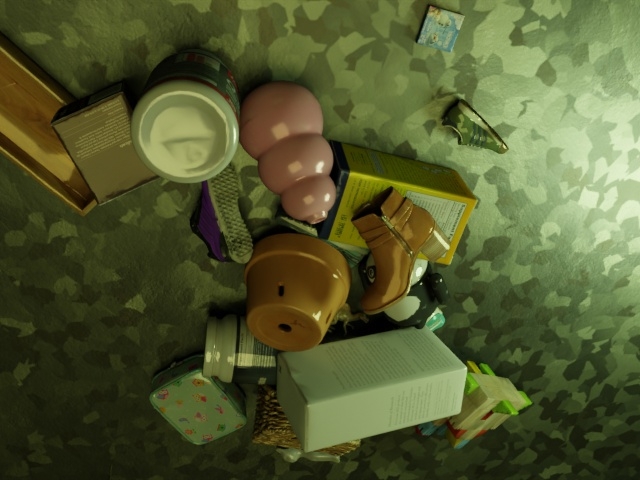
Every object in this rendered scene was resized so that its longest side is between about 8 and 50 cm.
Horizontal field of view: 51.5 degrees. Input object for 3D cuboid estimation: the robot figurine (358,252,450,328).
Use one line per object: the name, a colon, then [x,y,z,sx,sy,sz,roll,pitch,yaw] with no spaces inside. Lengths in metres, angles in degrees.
robot figurine: [0.226,0.123,1.813,0.209,0.174,0.278,-22,130,3]

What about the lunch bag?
lunch bag: [-0.370,0.477,1.992,0.224,0.108,0.279,-27,118,12]

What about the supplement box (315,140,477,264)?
supplement box: [0.178,-0.096,1.684,0.356,0.195,0.194,12,118,-13]

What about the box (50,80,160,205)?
box: [-0.464,-0.220,1.473,0.167,0.168,0.203,-26,115,-5]

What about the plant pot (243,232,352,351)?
plant pot: [-0.076,0.152,1.735,0.290,0.203,0.291,8,137,7]

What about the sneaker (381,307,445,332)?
sneaker: [0.258,0.301,1.976,0.110,0.107,0.275,34,111,-32]

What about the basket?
basket: [-0.031,0.481,1.929,0.299,0.223,0.213,13,150,-12]

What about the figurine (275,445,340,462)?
figurine: [-0.050,0.651,2.123,0.209,0.092,0.215,-6,143,4]

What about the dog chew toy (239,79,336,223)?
dog chew toy: [-0.064,-0.197,1.532,0.206,0.206,0.332,-24,80,7]

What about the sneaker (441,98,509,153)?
sneaker: [0.388,-0.271,1.691,0.192,0.064,0.086,38,116,-24]

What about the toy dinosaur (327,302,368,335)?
toy dinosaur: [0.045,0.221,1.941,0.183,0.053,0.093,18,99,-11]

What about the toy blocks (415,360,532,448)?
toy blocks: [0.462,0.539,2.063,0.261,0.191,0.381,-48,143,18]

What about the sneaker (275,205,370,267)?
sneaker: [0.000,0.000,1.768,0.283,0.110,0.122,22,118,-18]

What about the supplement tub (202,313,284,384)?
supplement tub: [-0.189,0.307,1.869,0.272,0.191,0.191,6,119,-10]

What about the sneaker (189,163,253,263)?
sneaker: [-0.280,-0.075,1.694,0.146,0.102,0.293,-3,108,31]

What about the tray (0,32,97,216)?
tray: [-0.651,-0.263,1.558,0.203,0.076,0.411,-39,117,14]

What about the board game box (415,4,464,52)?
board game box: [0.282,-0.500,1.568,0.090,0.020,0.090,10,118,-14]

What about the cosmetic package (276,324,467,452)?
cosmetic package: [0.131,0.382,1.767,0.453,0.230,0.162,-7,117,-20]

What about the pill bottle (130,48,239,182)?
pill bottle: [-0.278,-0.285,1.423,0.210,0.363,0.210,-3,120,-5]

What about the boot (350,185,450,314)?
boot: [0.147,0.026,1.572,0.283,0.109,0.220,-43,117,14]
